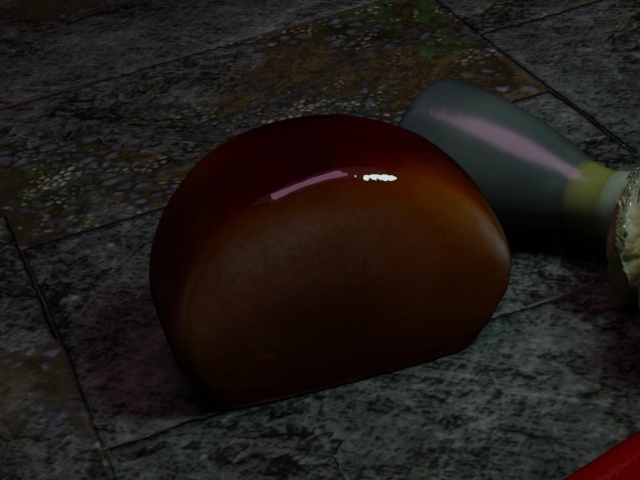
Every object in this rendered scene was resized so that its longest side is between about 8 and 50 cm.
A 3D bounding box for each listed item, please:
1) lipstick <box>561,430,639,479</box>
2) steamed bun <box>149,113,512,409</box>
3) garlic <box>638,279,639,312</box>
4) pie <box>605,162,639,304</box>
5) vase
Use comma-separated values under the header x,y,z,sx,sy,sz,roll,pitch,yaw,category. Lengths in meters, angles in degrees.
x,y,z,sx,sy,sz,roll,pitch,yaw,category
0.196,0.254,1.428,0.279,0.073,0.073,-26,32,-27,lipstick
0.000,0.000,1.774,0.379,0.248,0.235,-15,28,-5,steamed bun
0.429,0.007,1.612,0.245,0.253,0.245,-7,35,5,garlic
0.391,-0.033,1.768,0.218,0.185,0.052,-18,33,-25,pie
0.249,-0.070,1.911,0.321,0.173,0.173,21,41,37,vase
